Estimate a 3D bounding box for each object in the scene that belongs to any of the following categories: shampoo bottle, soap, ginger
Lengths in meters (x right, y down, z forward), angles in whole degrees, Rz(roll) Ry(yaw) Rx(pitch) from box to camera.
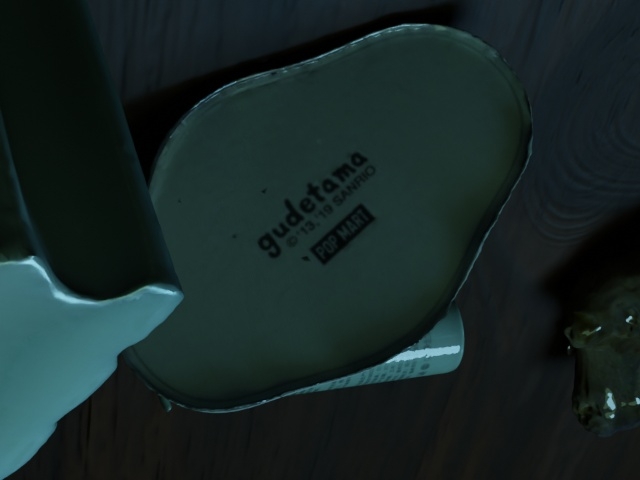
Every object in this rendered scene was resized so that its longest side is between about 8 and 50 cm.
[{"bbox_3d":[-0.009,0.067,1.100,0.195,0.056,0.056,-6,142,-21],"label":"shampoo bottle"},{"bbox_3d":[-0.159,-0.041,0.699,0.087,0.265,0.160,15,131,-40],"label":"soap"},{"bbox_3d":[0.237,0.016,1.159,0.122,0.084,0.290,-17,147,-47],"label":"ginger"}]

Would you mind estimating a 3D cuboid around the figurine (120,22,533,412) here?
[{"bbox_3d":[0.000,0.000,0.971,0.250,0.167,0.141,-32,169,-8],"label":"figurine"}]
